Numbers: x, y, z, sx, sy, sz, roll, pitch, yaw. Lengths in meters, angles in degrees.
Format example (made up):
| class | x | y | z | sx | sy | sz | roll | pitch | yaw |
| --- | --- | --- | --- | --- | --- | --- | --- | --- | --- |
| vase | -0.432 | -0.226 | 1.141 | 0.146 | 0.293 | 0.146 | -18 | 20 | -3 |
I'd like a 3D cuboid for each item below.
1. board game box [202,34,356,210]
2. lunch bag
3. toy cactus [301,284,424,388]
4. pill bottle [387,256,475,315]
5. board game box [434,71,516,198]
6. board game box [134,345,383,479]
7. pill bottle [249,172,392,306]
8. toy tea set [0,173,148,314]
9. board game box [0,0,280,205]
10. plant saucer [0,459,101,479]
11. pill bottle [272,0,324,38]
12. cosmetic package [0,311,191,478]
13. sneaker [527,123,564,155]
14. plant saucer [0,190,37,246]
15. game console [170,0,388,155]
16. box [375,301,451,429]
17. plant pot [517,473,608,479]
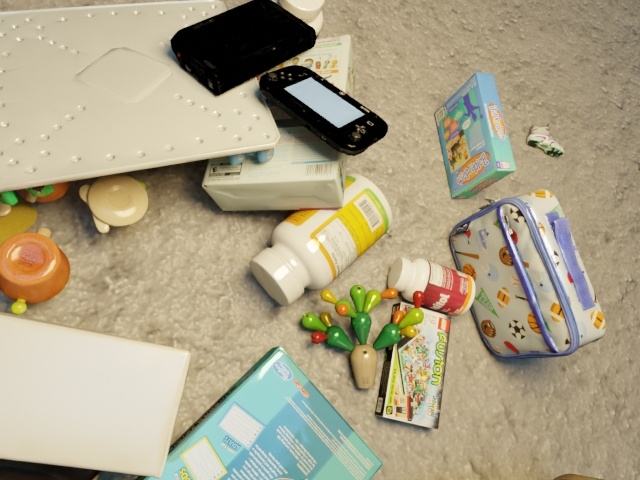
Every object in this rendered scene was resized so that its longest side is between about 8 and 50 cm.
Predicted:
| class | x | y | z | sx | sy | sz | roll | pitch | yaw |
| --- | --- | --- | --- | --- | --- | --- | --- | --- | --- |
| board game box | -0.060 | -0.206 | 0.788 | 0.223 | 0.098 | 0.304 | 1 | 66 | 14 |
| lunch bag | 0.372 | 0.061 | 0.839 | 0.114 | 0.243 | 0.304 | -15 | 81 | -21 |
| toy cactus | 0.080 | 0.168 | 0.791 | 0.218 | 0.112 | 0.181 | -5 | 94 | -11 |
| pill bottle | 0.210 | 0.085 | 0.866 | 0.151 | 0.086 | 0.086 | 19 | 70 | -11 |
| board game box | 0.315 | -0.211 | 0.942 | 0.047 | 0.160 | 0.211 | -2 | 76 | -18 |
| board game box | -0.106 | 0.373 | 0.690 | 0.336 | 0.079 | 0.254 | -41 | 90 | -23 |
| pill bottle | 0.000 | 0.000 | 0.796 | 0.245 | 0.136 | 0.136 | -40 | 89 | -23 |
| toy tea set | -0.397 | -0.053 | 0.705 | 0.200 | 0.124 | 0.336 | 50 | 58 | -5 |
| board game box | -0.303 | -0.244 | 0.712 | 0.389 | 0.050 | 0.390 | -13 | 59 | -17 |
| plant saucer | -0.414 | 0.275 | 0.498 | 0.310 | 0.310 | 0.050 | 10 | 78 | -15 |
| pill bottle | -0.054 | -0.413 | 0.870 | 0.107 | 0.180 | 0.108 | 5 | 74 | -17 |
| cosmetic package | -0.375 | 0.183 | 0.588 | 0.384 | 0.217 | 0.157 | 15 | 72 | -11 |
| sneaker | 0.551 | -0.250 | 1.092 | 0.098 | 0.038 | 0.069 | 23 | 70 | -11 |
| plant saucer | -0.662 | -0.046 | 0.633 | 0.332 | 0.081 | 0.333 | 42 | 67 | -2 |
| game console | -0.044 | -0.257 | 0.702 | 0.361 | 0.044 | 0.213 | 40 | 60 | 18 |
| box | 0.176 | 0.230 | 0.841 | 0.113 | 0.036 | 0.207 | 17 | 71 | -13 |
| plant pot | 0.303 | 0.510 | 0.684 | 0.279 | 0.323 | 0.324 | 12 | 71 | 3 |
